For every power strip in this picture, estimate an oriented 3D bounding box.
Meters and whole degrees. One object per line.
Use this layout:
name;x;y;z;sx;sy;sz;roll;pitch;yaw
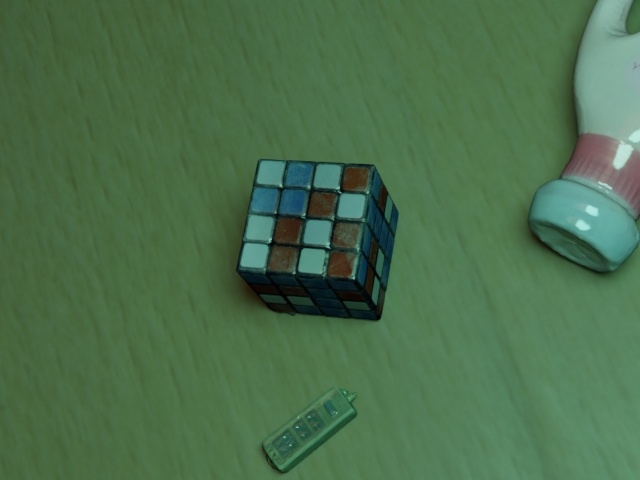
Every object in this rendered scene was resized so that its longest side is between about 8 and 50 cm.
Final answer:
power strip;-0.007;0.137;0.983;0.083;0.017;0.027;-39;66;-1

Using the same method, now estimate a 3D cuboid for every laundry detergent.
laundry detergent;0.263;-0.134;0.982;0.159;0.088;0.335;27;78;28

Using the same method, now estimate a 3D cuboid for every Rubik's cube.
Rubik's cube;0.000;0.000;0.996;0.092;0.092;0.092;4;69;17
